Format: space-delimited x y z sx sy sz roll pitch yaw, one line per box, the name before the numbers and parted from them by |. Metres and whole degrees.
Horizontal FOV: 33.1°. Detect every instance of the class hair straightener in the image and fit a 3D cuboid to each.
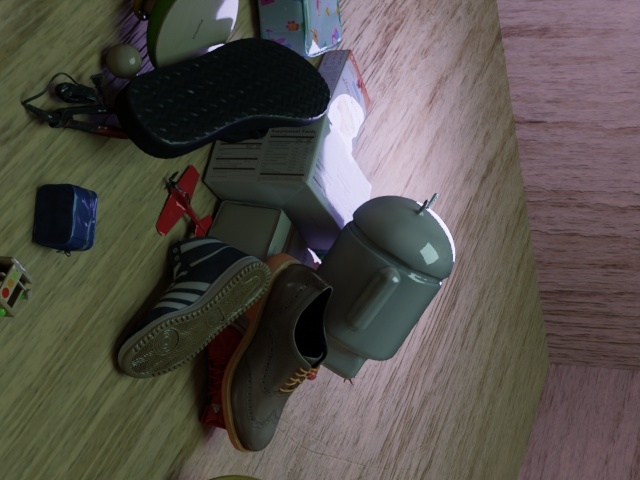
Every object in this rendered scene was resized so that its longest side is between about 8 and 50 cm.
hair straightener | -0.335 -0.196 1.528 0.230 0.047 0.089 0 92 -61

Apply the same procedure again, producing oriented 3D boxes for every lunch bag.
lunch bag | -0.345 -0.027 1.476 0.065 0.067 0.098 15 79 -65
lunch bag | -0.041 -0.488 2.069 0.224 0.108 0.279 -45 133 -63

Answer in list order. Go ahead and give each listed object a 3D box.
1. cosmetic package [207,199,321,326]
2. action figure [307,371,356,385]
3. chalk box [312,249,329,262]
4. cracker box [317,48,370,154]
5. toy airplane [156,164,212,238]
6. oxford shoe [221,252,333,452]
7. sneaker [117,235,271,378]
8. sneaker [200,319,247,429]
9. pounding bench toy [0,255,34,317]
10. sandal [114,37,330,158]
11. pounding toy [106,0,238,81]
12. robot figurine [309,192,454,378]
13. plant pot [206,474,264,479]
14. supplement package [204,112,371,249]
cosmetic package | -0.090 0.068 1.965 0.296 0.129 0.153 52 52 -54
action figure | 0.029 0.197 2.289 0.139 0.091 0.280 58 40 -37
chalk box | 0.000 0.000 2.168 0.213 0.132 0.132 -55 140 -49
cracker box | 0.030 -0.271 2.291 0.155 0.067 0.232 64 37 -45
toy airplane | -0.222 -0.049 1.796 0.151 0.028 0.151 3 90 -64
oxford shoe | -0.070 0.212 1.818 0.130 0.133 0.363 -12 120 -50
sneaker | -0.230 0.099 1.729 0.282 0.153 0.099 -37 136 -22
sneaker | -0.164 0.245 1.878 0.128 0.087 0.221 -63 145 -45
pounding bench toy | -0.403 0.070 1.372 0.083 0.052 0.065 63 37 -48
sandal | -0.158 -0.221 1.708 0.446 0.107 0.167 -20 78 -48
pounding toy | -0.244 -0.333 1.672 0.237 0.110 0.183 -51 159 -8
robot figurine | 0.100 0.068 1.890 0.353 0.200 0.300 -57 -174 13
plant pot | -0.130 0.545 1.814 0.239 0.254 0.254 78 23 -64
supplement package | -0.053 -0.104 1.952 0.262 0.204 0.145 53 46 -55
